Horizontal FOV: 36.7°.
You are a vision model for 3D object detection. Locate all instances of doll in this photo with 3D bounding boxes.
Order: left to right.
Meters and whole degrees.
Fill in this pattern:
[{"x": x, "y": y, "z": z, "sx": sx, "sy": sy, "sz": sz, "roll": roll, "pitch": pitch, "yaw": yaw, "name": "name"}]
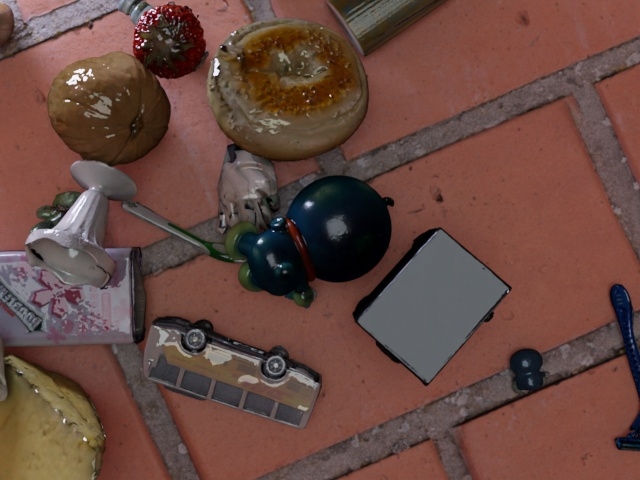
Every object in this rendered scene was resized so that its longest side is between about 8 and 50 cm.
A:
[{"x": -0.483, "y": -0.041, "z": 1.822, "sx": 0.115, "sy": 0.150, "sz": 0.077, "roll": 24, "pitch": 134, "yaw": 0, "name": "doll"}, {"x": 0.000, "y": -0.001, "z": 1.781, "sx": 0.322, "sy": 0.186, "sz": 0.198, "roll": -33, "pitch": 119, "yaw": -13, "name": "doll"}, {"x": 0.405, "y": 0.249, "z": 1.866, "sx": 0.076, "sy": 0.050, "sz": 0.083, "roll": -12, "pitch": 88, "yaw": -4, "name": "doll"}]

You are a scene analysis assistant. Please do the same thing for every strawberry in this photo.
[{"x": -0.282, "y": -0.371, "z": 1.799, "sx": 0.145, "sy": 0.086, "sz": 0.145, "roll": 2, "pitch": 101, "yaw": 9, "name": "strawberry"}]

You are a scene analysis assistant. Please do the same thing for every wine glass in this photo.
[{"x": -0.424, "y": -0.031, "z": 1.737, "sx": 0.165, "sy": 0.165, "sz": 0.196, "roll": 15, "pitch": 59, "yaw": 0, "name": "wine glass"}]

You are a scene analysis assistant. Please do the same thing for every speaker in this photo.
[{"x": 0.195, "y": 0.118, "z": 1.763, "sx": 0.184, "sy": 0.254, "sz": 0.232, "roll": 42, "pitch": 89, "yaw": 1, "name": "speaker"}]

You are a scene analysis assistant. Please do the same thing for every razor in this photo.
[{"x": 0.604, "y": 0.244, "z": 1.868, "sx": 0.056, "sy": 0.093, "sz": 0.324, "roll": -3, "pitch": 85, "yaw": -40, "name": "razor"}]

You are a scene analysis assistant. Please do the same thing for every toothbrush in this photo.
[{"x": -0.196, "y": 0.018, "z": 1.868, "sx": 0.418, "sy": 0.042, "sz": 0.040, "roll": 28, "pitch": 121, "yaw": -1, "name": "toothbrush"}]

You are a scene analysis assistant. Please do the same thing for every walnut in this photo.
[{"x": -0.391, "y": -0.243, "z": 1.781, "sx": 0.228, "sy": 0.228, "sz": 0.228, "roll": 0, "pitch": 90, "yaw": 0, "name": "walnut"}]

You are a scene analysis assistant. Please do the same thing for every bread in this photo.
[{"x": -0.537, "y": 0.370, "z": 1.717, "sx": 0.279, "sy": 0.315, "sz": 0.248, "roll": 31, "pitch": 87, "yaw": -16, "name": "bread"}, {"x": -0.063, "y": -0.273, "z": 1.788, "sx": 0.306, "sy": 0.159, "sz": 0.305, "roll": 5, "pitch": 65, "yaw": -10, "name": "bread"}]

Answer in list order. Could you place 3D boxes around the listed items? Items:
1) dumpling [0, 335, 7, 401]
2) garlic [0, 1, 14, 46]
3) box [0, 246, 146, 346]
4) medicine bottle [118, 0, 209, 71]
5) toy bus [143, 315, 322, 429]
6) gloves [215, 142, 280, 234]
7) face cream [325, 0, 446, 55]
[{"x": -0.648, "y": 0.201, "z": 1.732, "sx": 0.151, "sy": 0.124, "sz": 0.229, "roll": -30, "pitch": 85, "yaw": 28, "name": "dumpling"}, {"x": -0.698, "y": -0.386, "z": 1.818, "sx": 0.214, "sy": 0.191, "sz": 0.160, "roll": 15, "pitch": 115, "yaw": -11, "name": "garlic"}, {"x": -0.518, "y": 0.108, "z": 1.834, "sx": 0.370, "sy": 0.112, "sz": 0.190, "roll": -3, "pitch": 91, "yaw": 1, "name": "box"}, {"x": -0.303, "y": -0.404, "z": 1.865, "sx": 0.191, "sy": 0.051, "sz": 0.051, "roll": 39, "pitch": 90, "yaw": -1, "name": "medicine bottle"}, {"x": -0.168, "y": 0.248, "z": 1.844, "sx": 0.343, "sy": 0.097, "sz": 0.138, "roll": 18, "pitch": 97, "yaw": -1, "name": "toy bus"}, {"x": -0.140, "y": -0.075, "z": 1.840, "sx": 0.128, "sy": 0.111, "sz": 0.212, "roll": -3, "pitch": 82, "yaw": -5, "name": "gloves"}, {"x": 0.162, "y": -0.489, "z": 1.858, "sx": 0.285, "sy": 0.067, "sz": 0.139, "roll": -34, "pitch": 91, "yaw": 0, "name": "face cream"}]
